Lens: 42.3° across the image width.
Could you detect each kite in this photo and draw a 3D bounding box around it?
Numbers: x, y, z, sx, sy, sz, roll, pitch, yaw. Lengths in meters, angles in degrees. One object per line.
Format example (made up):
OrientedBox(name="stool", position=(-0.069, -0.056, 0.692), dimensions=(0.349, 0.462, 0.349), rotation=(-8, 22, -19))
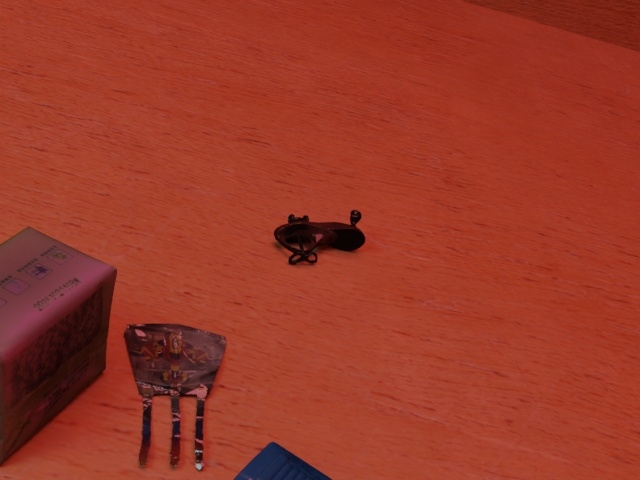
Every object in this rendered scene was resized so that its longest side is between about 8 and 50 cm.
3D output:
OrientedBox(name="kite", position=(-0.188, 0.190, 1.066), dimensions=(0.141, 0.015, 0.245), rotation=(5, 38, -13))

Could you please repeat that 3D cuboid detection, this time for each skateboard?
OrientedBox(name="skateboard", position=(0.000, 0.000, 1.359), dimensions=(0.152, 0.067, 0.080), rotation=(-2, 51, -17))

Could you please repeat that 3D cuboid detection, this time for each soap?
OrientedBox(name="soap", position=(-0.352, 0.115, 0.953), dimensions=(0.139, 0.182, 0.199), rotation=(28, 37, 13))

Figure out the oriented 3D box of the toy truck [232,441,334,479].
OrientedBox(name="toy truck", position=(0.048, 0.374, 0.807), dimensions=(0.385, 0.162, 0.161), rotation=(31, 37, 16))
